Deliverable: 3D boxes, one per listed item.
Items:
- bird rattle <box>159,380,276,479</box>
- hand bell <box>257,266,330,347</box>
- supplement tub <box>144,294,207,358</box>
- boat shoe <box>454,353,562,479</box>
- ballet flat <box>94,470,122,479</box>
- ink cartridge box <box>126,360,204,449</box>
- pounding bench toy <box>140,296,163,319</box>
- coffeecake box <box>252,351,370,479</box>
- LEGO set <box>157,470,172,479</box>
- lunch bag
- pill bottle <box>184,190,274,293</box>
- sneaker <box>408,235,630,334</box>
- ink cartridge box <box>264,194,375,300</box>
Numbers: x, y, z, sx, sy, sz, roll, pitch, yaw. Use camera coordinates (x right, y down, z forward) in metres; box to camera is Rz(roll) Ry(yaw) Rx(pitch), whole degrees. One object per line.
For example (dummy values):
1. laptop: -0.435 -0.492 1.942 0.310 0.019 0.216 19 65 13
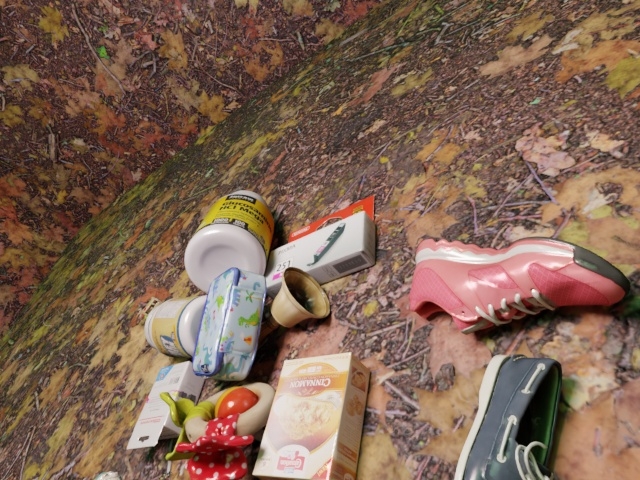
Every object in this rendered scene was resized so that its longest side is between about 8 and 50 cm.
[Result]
1. bird rattle: -0.168 0.302 0.715 0.206 0.143 0.253 -23 1 -39
2. hand bell: -0.105 0.180 0.875 0.242 0.126 0.126 -45 30 21
3. supplement tub: -0.315 0.207 0.995 0.199 0.144 0.144 -10 44 40
4. boat shoe: 0.214 0.240 0.449 0.079 0.095 0.255 -20 28 49
5. ballet flat: -0.461 0.567 0.789 0.077 0.091 0.241 20 69 30
6. ink cartridge box: -0.328 0.364 0.900 0.104 0.061 0.181 -21 37 30
7. pounding bench toy: -0.499 0.217 1.264 0.083 0.052 0.065 4 54 49
8. coffeecake box: -0.009 0.282 0.654 0.142 0.068 0.186 -17 40 32
9. LEGO set: -0.294 0.476 0.776 0.054 0.023 0.083 -22 24 24
10. lunch bag: -0.192 0.175 0.856 0.176 0.090 0.219 -25 52 56
11. pill bottle: -0.220 -0.012 1.091 0.187 0.188 0.334 -33 22 14
12. sneaker: 0.257 0.079 0.599 0.313 0.116 0.136 0 60 55
13. ink cartridge box: 0.000 0.000 0.989 0.275 0.060 0.239 -23 38 27
